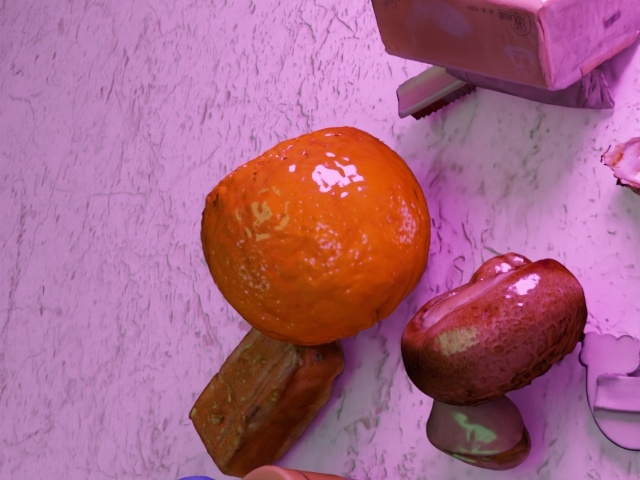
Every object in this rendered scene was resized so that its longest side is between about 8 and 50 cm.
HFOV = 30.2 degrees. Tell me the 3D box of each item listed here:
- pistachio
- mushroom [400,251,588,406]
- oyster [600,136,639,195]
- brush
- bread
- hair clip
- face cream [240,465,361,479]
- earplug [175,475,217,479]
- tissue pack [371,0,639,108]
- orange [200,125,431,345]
[{"bbox_3d":[0.204,0.242,1.526,0.149,0.113,0.113,23,95,56],"label":"pistachio"},{"bbox_3d":[0.213,0.110,1.465,0.253,0.253,0.153,-31,90,44],"label":"mushroom"},{"bbox_3d":[0.450,-0.095,1.370,0.166,0.094,0.294,-54,25,-5],"label":"oyster"},{"bbox_3d":[0.246,-0.264,1.743,0.321,0.050,0.060,-28,51,36],"label":"brush"},{"bbox_3d":[-0.084,0.234,1.901,0.294,0.132,0.166,-53,40,24],"label":"bread"},{"bbox_3d":[0.378,0.174,1.371,0.220,0.054,0.140,-6,75,55],"label":"hair clip"},{"bbox_3d":[-0.018,0.438,1.683,0.218,0.179,0.218,-26,56,46],"label":"face cream"},{"bbox_3d":[-0.144,0.460,1.584,0.132,0.132,0.273,-56,42,23],"label":"earplug"},{"bbox_3d":[0.254,-0.286,1.584,0.306,0.239,0.238,22,94,45],"label":"tissue pack"},{"bbox_3d":[0.000,0.000,1.725,0.341,0.341,0.293,-32,83,43],"label":"orange"}]
